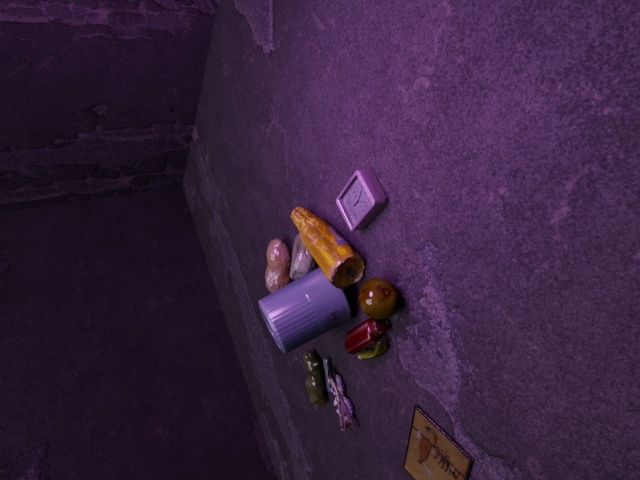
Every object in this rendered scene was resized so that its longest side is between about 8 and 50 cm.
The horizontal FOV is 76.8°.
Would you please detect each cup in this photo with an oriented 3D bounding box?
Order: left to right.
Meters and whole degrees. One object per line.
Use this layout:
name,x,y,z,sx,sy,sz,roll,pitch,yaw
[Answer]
cup,-0.079,0.292,1.702,0.257,0.310,0.331,63,164,3

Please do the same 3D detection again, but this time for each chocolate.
chocolate,0.000,0.000,1.646,0.445,0.161,0.162,49,141,41

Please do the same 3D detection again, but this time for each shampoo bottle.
shampoo bottle,0.177,0.365,1.574,0.260,0.064,0.102,129,154,-54

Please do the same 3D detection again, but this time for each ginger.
ginger,-0.034,0.712,2.075,0.137,0.089,0.291,-156,56,-64

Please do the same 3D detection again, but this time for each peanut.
peanut,-0.223,0.137,2.113,0.149,0.149,0.314,37,132,48

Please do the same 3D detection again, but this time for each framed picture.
framed picture,0.402,0.788,1.428,0.255,0.014,0.340,36,132,49

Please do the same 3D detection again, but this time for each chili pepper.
chili pepper,0.208,0.433,1.575,0.050,0.051,0.202,66,149,17

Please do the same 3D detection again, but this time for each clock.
clock,0.143,-0.141,1.438,0.150,0.063,0.197,66,149,19

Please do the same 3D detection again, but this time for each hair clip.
hair clip,0.088,0.742,1.887,0.106,0.084,0.293,-46,57,50

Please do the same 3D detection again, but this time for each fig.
fig,0.189,0.213,1.426,0.186,0.142,0.148,-46,34,42

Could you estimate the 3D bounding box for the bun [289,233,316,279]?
bun,-0.072,0.072,1.815,0.221,0.108,0.222,-170,90,-81

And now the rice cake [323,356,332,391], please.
rice cake,0.043,0.657,1.973,0.042,0.030,0.181,10,112,51
